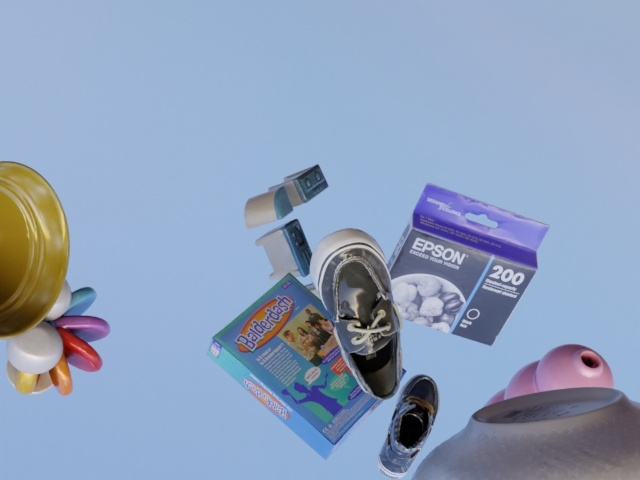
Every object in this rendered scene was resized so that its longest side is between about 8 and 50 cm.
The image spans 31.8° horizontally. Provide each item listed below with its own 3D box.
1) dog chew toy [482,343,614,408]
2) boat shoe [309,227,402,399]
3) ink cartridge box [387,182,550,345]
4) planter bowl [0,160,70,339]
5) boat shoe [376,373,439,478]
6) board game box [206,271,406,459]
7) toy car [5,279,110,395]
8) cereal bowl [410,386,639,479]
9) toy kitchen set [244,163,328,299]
[{"bbox_3d":[0.395,0.300,1.932,0.207,0.331,0.206,9,-133,-10],"label":"dog chew toy"},{"bbox_3d":[0.048,0.078,1.135,0.078,0.219,0.070,-23,-134,-4],"label":"boat shoe"},{"bbox_3d":[0.205,0.040,1.639,0.206,0.208,0.045,18,-154,-14],"label":"ink cartridge box"},{"bbox_3d":[-0.415,0.010,1.379,0.090,0.217,0.217,3,-169,30],"label":"planter bowl"},{"bbox_3d":[0.136,0.246,1.579,0.065,0.083,0.183,25,-133,2],"label":"boat shoe"},{"bbox_3d":[-0.018,0.159,1.464,0.210,0.047,0.160,40,-127,14],"label":"board game box"},{"bbox_3d":[-0.367,0.133,1.583,0.136,0.159,0.182,9,-114,-11],"label":"toy car"},{"bbox_3d":[0.243,0.235,1.141,0.339,0.141,0.339,-11,-179,0],"label":"cereal bowl"},{"bbox_3d":[0.000,0.000,1.711,0.122,0.207,0.166,-17,-169,31],"label":"toy kitchen set"}]
